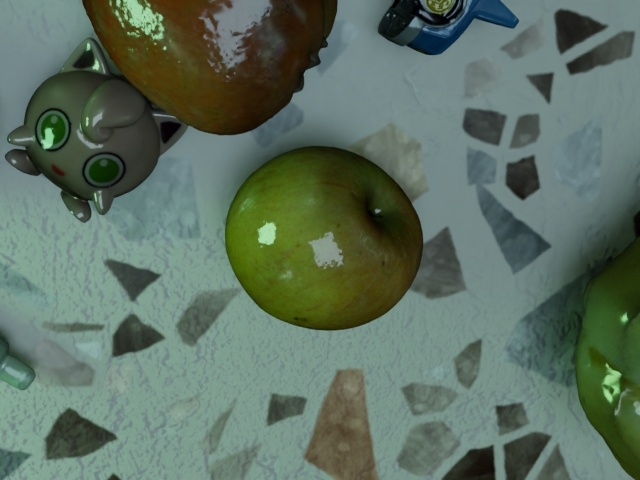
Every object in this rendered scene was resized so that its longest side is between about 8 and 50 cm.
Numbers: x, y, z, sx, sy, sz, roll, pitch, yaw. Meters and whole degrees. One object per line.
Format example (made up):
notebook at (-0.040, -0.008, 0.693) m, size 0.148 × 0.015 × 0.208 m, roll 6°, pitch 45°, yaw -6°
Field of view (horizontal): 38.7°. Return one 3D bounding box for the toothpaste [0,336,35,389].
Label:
toothpaste at (-0.390, 0.070, 0.886) m, size 0.255 × 0.037 × 0.067 m, roll 35°, pitch 105°, yaw -14°

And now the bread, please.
bread at (0.418, 0.099, 0.936) m, size 0.300 × 0.210 × 0.341 m, roll 38°, pitch 99°, yaw -6°

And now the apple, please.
apple at (0.000, 0.000, 0.861) m, size 0.155 × 0.182 × 0.182 m, roll -32°, pitch 113°, yaw 34°

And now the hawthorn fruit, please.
hawthorn fruit at (-0.114, -0.201, 0.767) m, size 0.251 × 0.199 × 0.199 m, roll 24°, pitch 103°, yaw -2°

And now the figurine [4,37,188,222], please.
figurine at (-0.204, -0.095, 0.817) m, size 0.125 × 0.125 × 0.138 m, roll 42°, pitch 102°, yaw -18°

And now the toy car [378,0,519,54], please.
toy car at (0.143, -0.246, 0.837) m, size 0.100 × 0.097 × 0.191 m, roll 33°, pitch 100°, yaw -18°
